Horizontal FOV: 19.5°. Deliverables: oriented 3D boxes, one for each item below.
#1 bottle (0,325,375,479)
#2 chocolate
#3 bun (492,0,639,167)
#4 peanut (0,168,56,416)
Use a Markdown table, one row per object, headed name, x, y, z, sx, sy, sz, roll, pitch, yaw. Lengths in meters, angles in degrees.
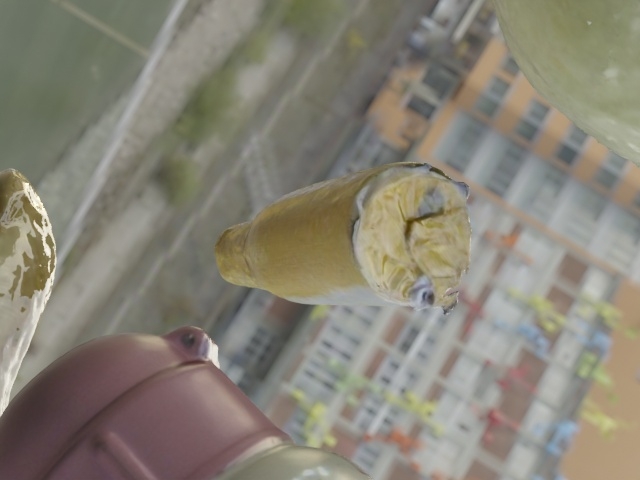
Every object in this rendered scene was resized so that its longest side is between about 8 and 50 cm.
| name | x | y | z | sx | sy | sz | roll | pitch | yaw |
| --- | --- | --- | --- | --- | --- | --- | --- | --- | --- |
| bottle | -0.006 | 0.136 | 0.586 | 0.120 | 0.253 | 0.120 | -41 | 162 | -17 |
| chocolate | 0.000 | 0.000 | 1.067 | 0.086 | 0.085 | 0.219 | -58 | -157 | -18 |
| bun | 0.283 | -0.140 | 1.119 | 0.364 | 0.364 | 0.202 | 120 | -20 | -51 |
| peanut | -0.196 | 0.060 | 0.948 | 0.099 | 0.099 | 0.214 | 117 | -11 | -72 |
